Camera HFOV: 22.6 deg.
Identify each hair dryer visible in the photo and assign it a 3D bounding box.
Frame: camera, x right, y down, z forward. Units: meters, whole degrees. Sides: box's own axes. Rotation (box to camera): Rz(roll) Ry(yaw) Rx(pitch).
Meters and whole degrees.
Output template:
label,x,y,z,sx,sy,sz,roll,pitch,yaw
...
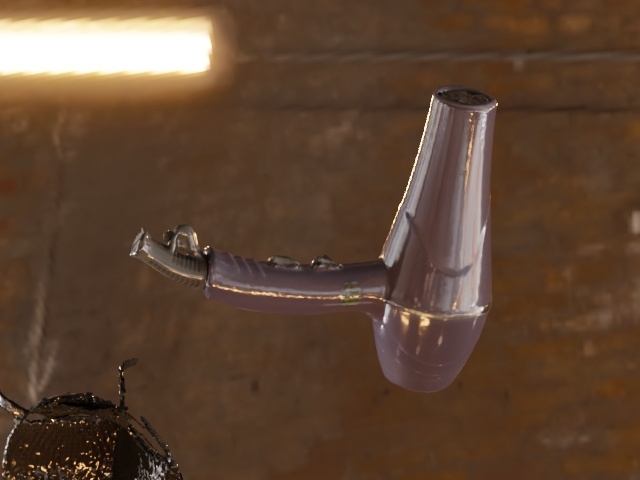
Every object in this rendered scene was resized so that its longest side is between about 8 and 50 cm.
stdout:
label,x,y,z,sx,sy,sz,roll,pitch,yaw
hair dryer,0.000,0.000,1.527,0.361,0.301,0.121,0,-156,-16

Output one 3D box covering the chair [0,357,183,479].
label,x,y,z,sx,sy,sz,roll,pitch,yaw
chair,-0.204,0.195,1.380,0.149,0.174,0.213,-1,-158,-25
